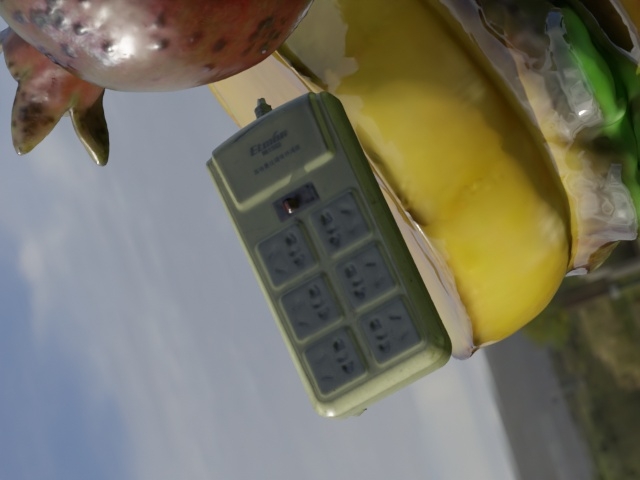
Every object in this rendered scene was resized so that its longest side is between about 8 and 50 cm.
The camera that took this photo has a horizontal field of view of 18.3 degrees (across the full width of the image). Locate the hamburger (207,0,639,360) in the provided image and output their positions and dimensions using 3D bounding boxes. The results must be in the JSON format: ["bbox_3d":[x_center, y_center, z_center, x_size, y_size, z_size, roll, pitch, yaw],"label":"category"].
[{"bbox_3d":[0.098,-0.136,1.433,0.396,0.277,0.396,48,169,12],"label":"hamburger"}]

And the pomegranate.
[{"bbox_3d":[-0.071,-0.097,0.667,0.129,0.159,0.129,42,-167,-12],"label":"pomegranate"}]

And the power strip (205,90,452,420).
[{"bbox_3d":[0.000,0.000,0.970,0.169,0.076,0.028,65,-164,20],"label":"power strip"}]
